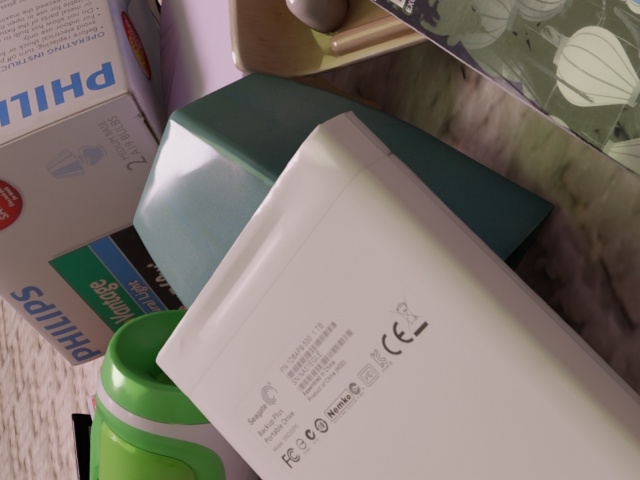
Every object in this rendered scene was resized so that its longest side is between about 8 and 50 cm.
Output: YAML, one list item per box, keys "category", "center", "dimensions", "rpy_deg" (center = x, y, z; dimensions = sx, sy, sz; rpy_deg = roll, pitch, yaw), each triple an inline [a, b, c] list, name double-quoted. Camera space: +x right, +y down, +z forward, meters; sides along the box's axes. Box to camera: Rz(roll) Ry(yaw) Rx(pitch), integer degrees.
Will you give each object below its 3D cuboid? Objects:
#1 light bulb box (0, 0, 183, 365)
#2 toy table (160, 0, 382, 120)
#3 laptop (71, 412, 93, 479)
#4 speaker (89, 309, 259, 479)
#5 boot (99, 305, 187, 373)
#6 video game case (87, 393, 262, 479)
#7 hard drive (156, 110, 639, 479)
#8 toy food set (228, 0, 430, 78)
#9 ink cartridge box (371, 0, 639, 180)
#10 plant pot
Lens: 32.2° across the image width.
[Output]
- category: "light bulb box"
  center: [-0.254, -0.127, 1.141]
  dimensions: [0.358, 0.225, 0.361]
  rpy_deg: [64, -174, -55]
- category: "toy table"
  center: [-0.036, -0.160, 0.974]
  dimensions: [0.252, 0.161, 0.274]
  rpy_deg: [-42, 50, 54]
- category: "laptop"
  center: [-0.225, 0.335, 1.267]
  dimensions: [0.264, 0.137, 0.234]
  rpy_deg: [133, 131, -59]
- category: "speaker"
  center: [-0.112, 0.206, 0.858]
  dimensions: [0.131, 0.131, 0.296]
  rpy_deg: [-130, 40, -52]
- category: "boot"
  center: [-0.136, 0.117, 1.086]
  dimensions: [0.280, 0.096, 0.264]
  rpy_deg: [-18, 84, 54]
- category: "video game case"
  center: [-0.094, 0.241, 0.966]
  dimensions: [0.285, 0.025, 0.204]
  rpy_deg: [-1, 105, 46]
- category: "hard drive"
  center: [0.075, 0.128, 0.639]
  dimensions: [0.353, 0.047, 0.233]
  rpy_deg: [46, 130, 10]
- category: "toy food set"
  center: [0.060, -0.257, 0.772]
  dimensions: [0.306, 0.092, 0.219]
  rpy_deg: [-12, 76, 32]
- category: "ink cartridge box"
  center: [0.139, -0.160, 0.612]
  dimensions: [0.333, 0.065, 0.165]
  rpy_deg: [39, 126, 28]
- category: "plant pot"
  center: [0.000, 0.000, 0.769]
  dimensions: [0.234, 0.165, 0.165]
  rpy_deg: [36, 127, 14]
